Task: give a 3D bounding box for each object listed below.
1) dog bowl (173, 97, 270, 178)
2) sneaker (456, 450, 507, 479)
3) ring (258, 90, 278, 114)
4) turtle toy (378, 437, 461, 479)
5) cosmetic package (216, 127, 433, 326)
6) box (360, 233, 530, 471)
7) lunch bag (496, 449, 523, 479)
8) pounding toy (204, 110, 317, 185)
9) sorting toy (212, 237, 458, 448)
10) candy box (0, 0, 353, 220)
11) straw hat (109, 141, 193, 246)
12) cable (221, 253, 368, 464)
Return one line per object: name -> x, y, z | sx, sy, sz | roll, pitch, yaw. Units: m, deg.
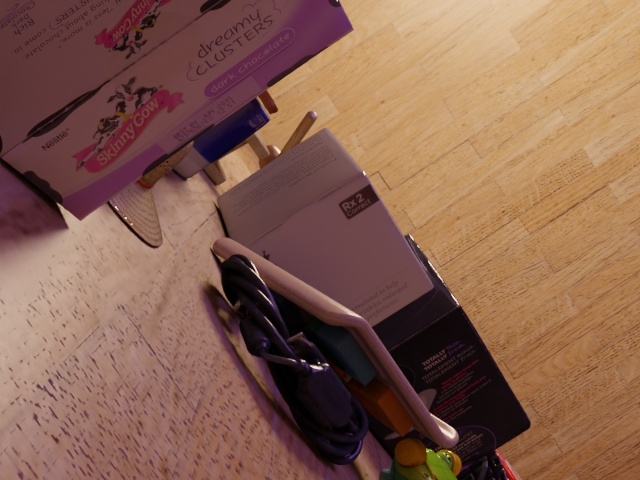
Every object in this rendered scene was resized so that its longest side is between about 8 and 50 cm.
dog bowl -> -0.162, -0.197, 1.095 | 0.265, 0.104, 0.265 | 56, 2, -3
sneaker -> 0.182, 0.305, 1.531 | 0.286, 0.109, 0.130 | 61, -2, 44
ring -> -0.120, -0.258, 0.967 | 0.336, 0.032, 0.336 | 58, 0, -1
turtle toy -> 0.097, 0.233, 0.972 | 0.095, 0.066, 0.130 | 30, 24, -51
cosmetic package -> 0.000, 0.000, 1.181 | 0.151, 0.151, 0.184 | 56, 3, -23
box -> 0.115, 0.151, 1.340 | 0.270, 0.165, 0.143 | 55, 2, -43
lunch bag -> 0.281, 0.434, 1.767 | 0.258, 0.120, 0.293 | 49, 6, -48
pounding toy -> -0.105, -0.174, 1.370 | 0.154, 0.155, 0.269 | 62, 4, 27
sorting toy -> 0.009, 0.093, 0.965 | 0.193, 0.038, 0.208 | 28, -17, 48
candy box -> -0.104, -0.135, 0.556 | 0.196, 0.165, 0.070 | 58, 4, 32
straw hat -> -0.115, -0.067, 0.718 | 0.144, 0.061, 0.144 | 56, 2, -3
cable -> -0.022, 0.090, 0.840 | 0.150, 0.047, 0.184 | 50, -3, 42
